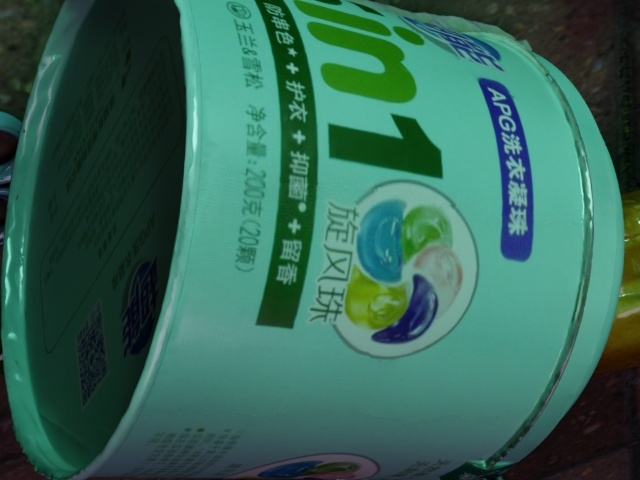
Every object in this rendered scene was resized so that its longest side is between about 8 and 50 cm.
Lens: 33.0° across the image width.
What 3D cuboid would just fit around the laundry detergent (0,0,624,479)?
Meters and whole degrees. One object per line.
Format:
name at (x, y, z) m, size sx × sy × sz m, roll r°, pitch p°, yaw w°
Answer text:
laundry detergent at (0.000, 0.000, 0.640) m, size 0.305 × 0.287 × 0.287 m, roll 8°, pitch 133°, yaw -30°

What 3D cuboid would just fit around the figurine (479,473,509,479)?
figurine at (0.141, 0.372, 1.188) m, size 0.320 × 0.323 × 0.196 m, roll 9°, pitch 132°, yaw -31°

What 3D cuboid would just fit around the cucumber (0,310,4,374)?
cucumber at (-0.272, 0.086, 0.887) m, size 0.250 × 0.056 × 0.056 m, roll -17°, pitch 141°, yaw -7°

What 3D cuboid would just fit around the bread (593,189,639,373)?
bread at (0.357, 0.016, 0.967) m, size 0.344 × 0.149 × 0.195 m, roll -14°, pitch 174°, yaw -7°

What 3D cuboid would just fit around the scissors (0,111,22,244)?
scissors at (-0.327, -0.033, 0.739) m, size 0.256 × 0.030 × 0.125 m, roll -6°, pitch 140°, yaw -22°

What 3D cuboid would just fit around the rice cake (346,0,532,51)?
rice cake at (0.007, -0.125, 0.766) m, size 0.298 × 0.050 × 0.106 m, roll 6°, pitch 133°, yaw -29°
